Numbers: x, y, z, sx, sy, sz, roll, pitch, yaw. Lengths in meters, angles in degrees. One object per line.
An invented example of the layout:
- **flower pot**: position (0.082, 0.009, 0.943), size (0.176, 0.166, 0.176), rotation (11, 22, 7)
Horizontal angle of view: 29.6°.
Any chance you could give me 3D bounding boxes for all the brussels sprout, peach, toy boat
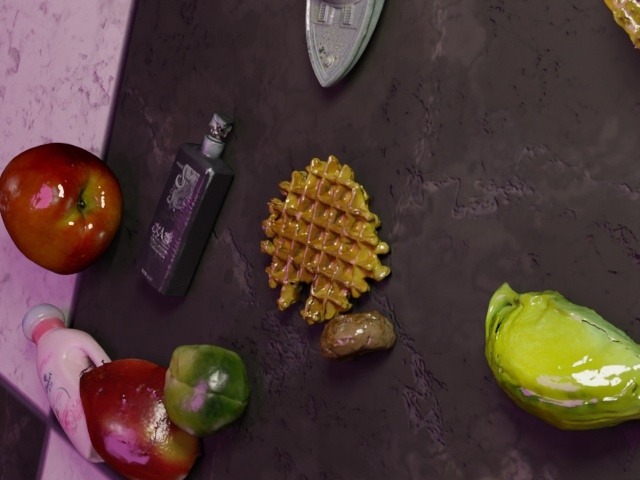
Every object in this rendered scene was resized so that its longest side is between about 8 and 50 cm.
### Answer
- **brussels sprout**: position (-0.174, 0.233, 1.865), size (0.155, 0.118, 0.155), rotation (-41, 38, 43)
- **peach**: position (-0.457, -0.056, 2.130), size (0.243, 0.200, 0.243), rotation (22, 120, 45)
- **toy boat**: position (0.035, -0.371, 1.683), size (0.141, 0.092, 0.319), rotation (18, 102, 49)
- **peach**: position (-0.312, 0.285, 1.989), size (0.279, 0.068, 0.189), rotation (30, 86, 25)

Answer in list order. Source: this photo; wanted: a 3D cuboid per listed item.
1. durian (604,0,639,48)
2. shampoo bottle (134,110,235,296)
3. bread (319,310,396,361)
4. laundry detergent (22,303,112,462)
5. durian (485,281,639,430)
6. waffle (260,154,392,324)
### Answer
- **durian**: position (0.377, -0.242, 1.307), size (0.132, 0.165, 0.182), rotation (87, -171, -61)
- **shampoo bottle**: position (-0.207, -0.065, 1.951), size (0.098, 0.071, 0.309), rotation (43, 117, 43)
- **bread**: position (0.042, 0.130, 1.658), size (0.113, 0.082, 0.060), rotation (-20, 71, 42)
- **laundry detergent**: position (-0.442, 0.239, 2.179), size (0.159, 0.088, 0.335), rotation (-55, 50, 17)
- **durian**: position (0.275, 0.140, 1.393), size (0.250, 0.101, 0.139), rotation (22, 69, 46)
- **waffle**: position (0.000, 0.000, 1.733), size (0.229, 0.051, 0.231), rotation (-36, 61, 41)
